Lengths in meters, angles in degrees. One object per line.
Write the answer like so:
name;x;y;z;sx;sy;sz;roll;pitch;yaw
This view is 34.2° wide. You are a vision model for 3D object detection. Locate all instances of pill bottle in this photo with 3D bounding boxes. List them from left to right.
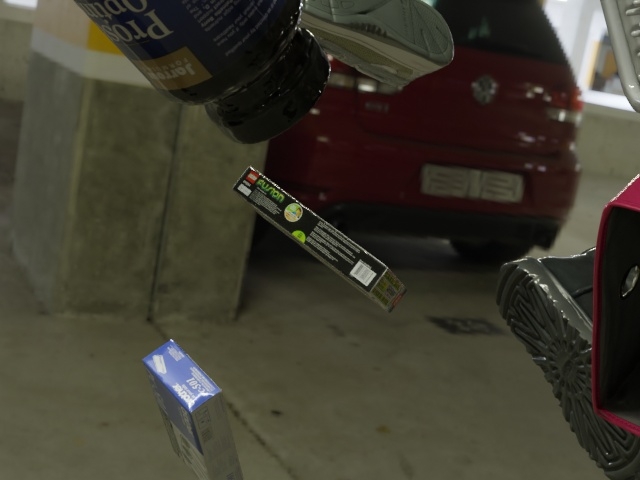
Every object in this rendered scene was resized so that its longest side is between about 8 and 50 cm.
pill bottle;-0.089;-0.167;0.677;0.122;0.123;0.219;24;-18;50

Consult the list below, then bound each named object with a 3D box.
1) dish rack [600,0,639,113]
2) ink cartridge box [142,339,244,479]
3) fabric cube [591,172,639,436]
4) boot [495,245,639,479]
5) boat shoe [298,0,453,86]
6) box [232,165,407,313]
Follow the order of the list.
dish rack;0.344;-0.317;1.030;0.072;0.333;0.285;-9;-11;-5
ink cartridge box;-0.147;0.215;1.225;0.046;0.207;0.097;-34;54;-23
fabric cube;0.419;0.041;0.920;0.259;0.254;0.258;23;46;36
boot;0.521;0.121;1.443;0.445;0.146;0.367;-13;57;-24
boat shoe;0.010;-0.262;1.207;0.320;0.118;0.103;16;-32;-33
box;0.000;0.000;1.191;0.207;0.036;0.114;37;-3;22
